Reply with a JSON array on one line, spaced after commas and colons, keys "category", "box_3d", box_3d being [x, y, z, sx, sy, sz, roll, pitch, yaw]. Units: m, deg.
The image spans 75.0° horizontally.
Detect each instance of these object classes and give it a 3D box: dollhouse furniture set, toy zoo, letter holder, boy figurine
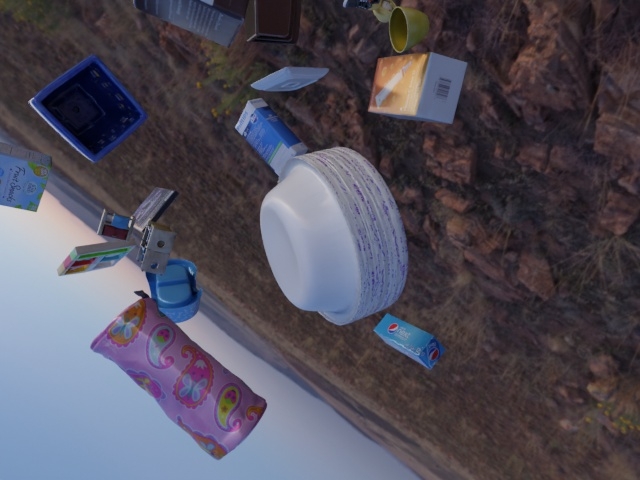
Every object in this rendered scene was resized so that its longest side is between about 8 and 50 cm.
[{"category": "dollhouse furniture set", "box_3d": [-0.526, 0.005, 1.177, 0.184, 0.128, 0.129, 16, -177, -30]}, {"category": "toy zoo", "box_3d": [-0.802, 0.067, 1.478, 0.293, 0.192, 0.030, -27, 80, 42]}, {"category": "letter holder", "box_3d": [-0.150, -0.879, 1.498, 0.152, 0.215, 0.301, -147, 54, -63]}, {"category": "boy figurine", "box_3d": [0.200, -0.976, 1.625, 0.092, 0.177, 0.285, -12, 135, 41]}]

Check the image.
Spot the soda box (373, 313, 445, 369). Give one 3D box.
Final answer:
[{"category": "soda box", "box_3d": [0.246, 0.280, 1.179, 0.067, 0.071, 0.210, 48, 166, -25]}]

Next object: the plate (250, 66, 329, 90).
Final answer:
[{"category": "plate", "box_3d": [-0.140, -0.748, 1.955, 0.278, 0.277, 0.045, -1, 105, 45]}]

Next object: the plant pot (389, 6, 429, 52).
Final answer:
[{"category": "plant pot", "box_3d": [0.294, -0.689, 1.352, 0.134, 0.095, 0.134, 165, 90, -79]}]

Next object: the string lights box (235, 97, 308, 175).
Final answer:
[{"category": "string lights box", "box_3d": [-0.180, -0.370, 1.505, 0.259, 0.077, 0.133, 49, 133, 6]}]

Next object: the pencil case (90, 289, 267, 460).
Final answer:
[{"category": "pencil case", "box_3d": [-0.221, 0.214, 0.668, 0.284, 0.124, 0.124, 42, 163, 1]}]

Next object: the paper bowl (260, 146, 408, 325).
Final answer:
[{"category": "paper bowl", "box_3d": [0.000, 0.000, 0.685, 0.284, 0.148, 0.284, 49, 148, 45]}]

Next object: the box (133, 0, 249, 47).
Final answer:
[{"category": "box", "box_3d": [-0.240, -0.518, 0.809, 0.203, 0.168, 0.167, 14, 180, -22]}]

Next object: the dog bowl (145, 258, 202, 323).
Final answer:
[{"category": "dog bowl", "box_3d": [-0.485, 0.165, 1.379, 0.297, 0.166, 0.074, -130, 39, -55]}]

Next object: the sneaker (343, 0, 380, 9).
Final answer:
[{"category": "sneaker", "box_3d": [0.152, -0.855, 1.485, 0.065, 0.158, 0.061, 53, 156, 12]}]

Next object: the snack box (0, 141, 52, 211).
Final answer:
[{"category": "snack box", "box_3d": [-0.896, -0.185, 1.176, 0.207, 0.174, 0.070, 13, -145, -39]}]

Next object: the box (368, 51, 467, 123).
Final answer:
[{"category": "box", "box_3d": [0.353, -0.575, 1.586, 0.168, 0.215, 0.345, 3, -163, -25]}]

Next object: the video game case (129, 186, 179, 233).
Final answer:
[{"category": "video game case", "box_3d": [-0.670, -0.126, 1.655, 0.026, 0.196, 0.274, 44, 163, -32]}]

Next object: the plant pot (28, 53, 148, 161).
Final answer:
[{"category": "plant pot", "box_3d": [-0.737, -0.411, 1.307, 0.212, 0.236, 0.236, 18, 152, 43]}]
